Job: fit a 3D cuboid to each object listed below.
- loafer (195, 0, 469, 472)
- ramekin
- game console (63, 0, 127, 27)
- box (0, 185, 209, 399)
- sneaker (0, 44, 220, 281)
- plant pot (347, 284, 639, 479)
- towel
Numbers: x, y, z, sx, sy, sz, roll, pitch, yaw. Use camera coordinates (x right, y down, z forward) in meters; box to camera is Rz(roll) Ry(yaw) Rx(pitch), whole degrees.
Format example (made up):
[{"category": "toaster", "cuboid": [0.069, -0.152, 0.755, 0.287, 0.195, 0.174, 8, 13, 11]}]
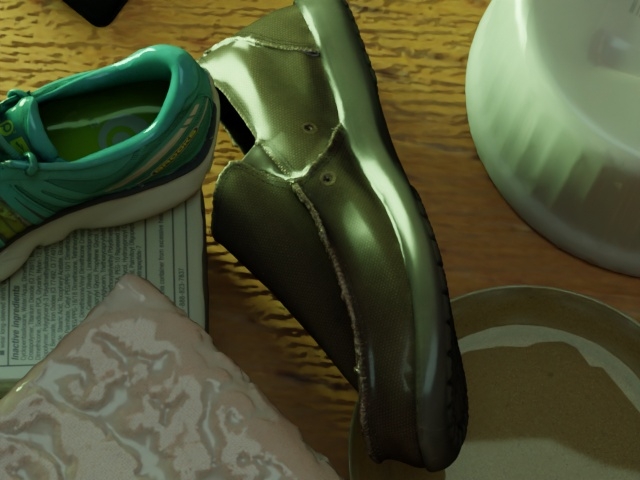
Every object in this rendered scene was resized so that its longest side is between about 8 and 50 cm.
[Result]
[{"category": "loafer", "cuboid": [0.000, 0.000, 1.206, 0.130, 0.134, 0.366, -17, 50, -1]}, {"category": "ramekin", "cuboid": [0.242, -0.124, 1.271, 0.277, 0.135, 0.277, 1, 69, -2]}, {"category": "game console", "cuboid": [-0.175, -0.226, 1.361, 0.107, 0.071, 0.122, 18, 65, 37]}, {"category": "box", "cuboid": [-0.226, 0.045, 1.195, 0.311, 0.121, 0.148, 0, 69, -2]}, {"category": "sneaker", "cuboid": [-0.190, -0.045, 1.109, 0.275, 0.110, 0.107, -25, 70, -12]}, {"category": "plant pot", "cuboid": [0.134, 0.144, 1.219, 0.236, 0.032, 0.236, 1, 69, -3]}, {"category": "towel", "cuboid": [-0.102, 0.236, 1.060, 0.317, 0.053, 0.332, -43, 83, -11]}]
